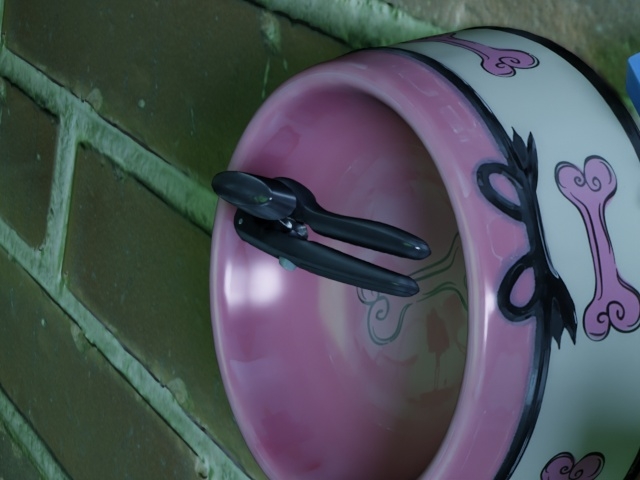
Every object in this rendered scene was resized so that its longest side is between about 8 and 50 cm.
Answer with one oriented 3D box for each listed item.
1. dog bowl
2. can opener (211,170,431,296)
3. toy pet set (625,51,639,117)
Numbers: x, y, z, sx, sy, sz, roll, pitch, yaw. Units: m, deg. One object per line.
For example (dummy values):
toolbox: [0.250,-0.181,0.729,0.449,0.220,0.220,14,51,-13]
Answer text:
dog bowl: [0.060,0.040,0.911,0.408,0.150,0.408,3,93,55]
can opener: [0.000,0.000,0.818,0.186,0.073,0.059,26,105,42]
toy pet set: [0.235,-0.068,0.727,0.122,0.065,0.114,-46,55,45]
